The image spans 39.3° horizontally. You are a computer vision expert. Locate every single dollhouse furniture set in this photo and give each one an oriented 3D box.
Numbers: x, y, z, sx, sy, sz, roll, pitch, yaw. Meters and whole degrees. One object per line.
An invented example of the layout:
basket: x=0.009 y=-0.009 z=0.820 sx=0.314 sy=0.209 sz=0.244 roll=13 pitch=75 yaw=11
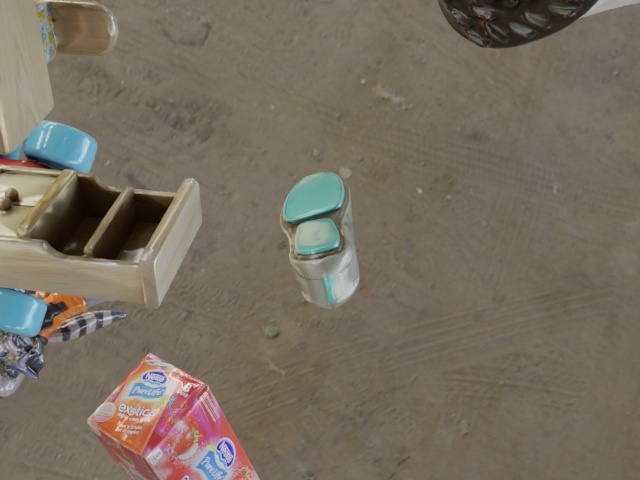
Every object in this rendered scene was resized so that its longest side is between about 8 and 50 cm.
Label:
dollhouse furniture set: x=-0.180 y=-0.088 z=0.602 sx=0.160 sy=0.242 sz=0.212 roll=6 pitch=36 yaw=8

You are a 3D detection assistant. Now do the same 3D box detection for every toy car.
toy car: x=-0.379 y=-0.042 z=0.886 sx=0.238 sy=0.210 sz=0.219 roll=33 pitch=69 yaw=-61

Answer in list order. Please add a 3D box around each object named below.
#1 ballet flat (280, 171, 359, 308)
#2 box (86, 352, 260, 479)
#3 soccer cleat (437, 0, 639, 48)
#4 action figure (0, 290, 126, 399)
ballet flat: x=0.000 y=0.000 z=0.852 sx=0.072 sy=0.068 sz=0.213 roll=-13 pitch=23 yaw=5
box: x=-0.197 y=0.295 z=1.245 sx=0.122 sy=0.257 sz=0.128 roll=20 pitch=55 yaw=33
soccer cleat: x=0.223 y=-0.201 z=0.557 sx=0.116 sy=0.318 sz=0.109 roll=-50 pitch=122 yaw=-35
action figure: x=-0.448 y=0.164 z=1.379 sx=0.330 sy=0.341 sz=0.179 roll=-41 pitch=127 yaw=-25
